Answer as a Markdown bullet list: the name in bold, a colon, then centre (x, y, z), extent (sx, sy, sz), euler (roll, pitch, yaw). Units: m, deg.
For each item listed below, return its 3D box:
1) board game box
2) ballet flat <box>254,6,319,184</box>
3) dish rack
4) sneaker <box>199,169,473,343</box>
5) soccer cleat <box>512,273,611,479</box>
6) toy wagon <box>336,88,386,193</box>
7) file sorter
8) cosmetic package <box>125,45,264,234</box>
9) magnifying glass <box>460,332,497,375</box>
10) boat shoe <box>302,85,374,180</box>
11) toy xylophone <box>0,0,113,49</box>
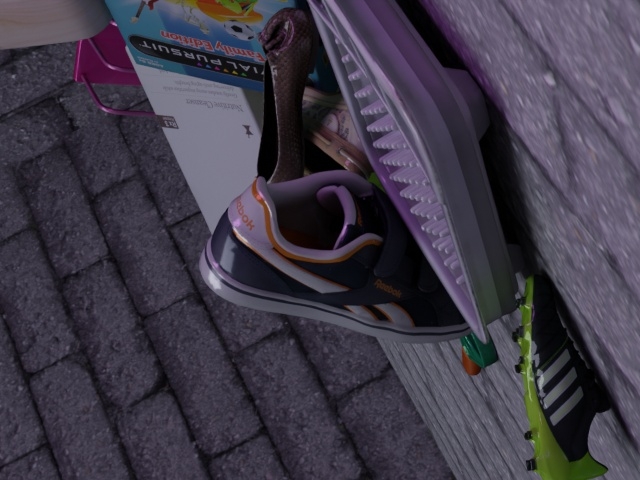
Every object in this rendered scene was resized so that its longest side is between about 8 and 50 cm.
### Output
- **board game box**: centre (-0.121, -0.286, 1.642), extent (0.254, 0.079, 0.336), euler (15, 157, 18)
- **ballet flat**: centre (-0.048, -0.128, 1.597), extent (0.084, 0.058, 0.249), euler (-126, 37, -49)
- **dish rack**: centre (0.086, -0.094, 1.311), extent (0.285, 0.072, 0.332), euler (59, 175, 39)
- **sneaker**: centre (0.050, 0.016, 1.502), extent (0.127, 0.321, 0.126), euler (-60, 34, 36)
- **soccer cleat**: centre (0.203, 0.116, 1.276), extent (0.060, 0.072, 0.178), euler (96, 169, -86)
- **toy wagon**: centre (0.052, -0.092, 1.893), extent (0.344, 0.068, 0.267), euler (65, 176, -17)
- **file sorter**: centre (-0.243, -0.348, 2.311), extent (0.182, 0.202, 0.290), euler (-129, 45, -56)
- **cosmetic package**: centre (-0.084, -0.140, 2.084), extent (0.217, 0.156, 0.385), euler (9, 131, 45)
- **magnifying glass**: centre (0.190, 0.129, 1.881), extent (0.092, 0.026, 0.231), euler (62, 175, 18)
- **boat shoe**: centre (0.000, -0.108, 1.663), extent (0.104, 0.089, 0.285), euler (42, 165, -16)
- **toy xylophone**: centre (-0.385, -0.296, 1.700), extent (0.236, 0.323, 0.081), euler (86, -177, -63)
